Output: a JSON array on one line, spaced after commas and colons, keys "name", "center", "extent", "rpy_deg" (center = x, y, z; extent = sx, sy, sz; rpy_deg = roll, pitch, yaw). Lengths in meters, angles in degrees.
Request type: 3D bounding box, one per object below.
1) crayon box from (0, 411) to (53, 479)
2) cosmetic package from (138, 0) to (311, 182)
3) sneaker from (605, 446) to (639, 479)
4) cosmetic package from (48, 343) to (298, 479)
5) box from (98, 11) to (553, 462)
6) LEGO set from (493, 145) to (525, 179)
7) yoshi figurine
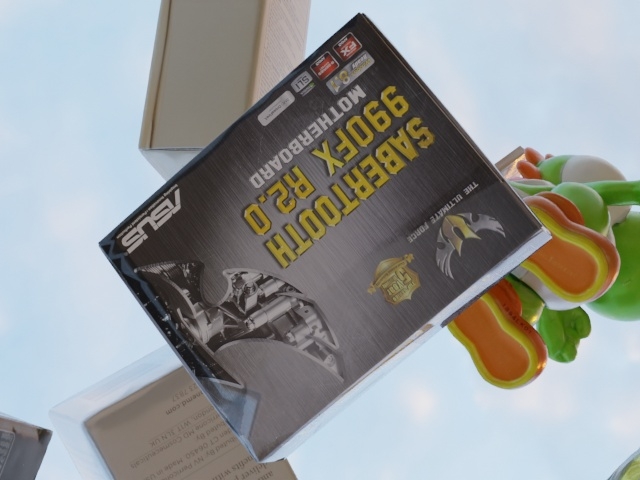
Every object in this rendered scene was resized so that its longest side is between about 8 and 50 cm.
[{"name": "crayon box", "center": [-0.360, 0.098, 0.933], "extent": [0.202, 0.319, 0.081], "rpy_deg": [43, -114, -70]}, {"name": "cosmetic package", "center": [-0.087, -0.202, 1.460], "extent": [0.160, 0.113, 0.309], "rpy_deg": [57, -144, -65]}, {"name": "sneaker", "center": [0.248, 0.347, 1.330], "extent": [0.145, 0.384, 0.147], "rpy_deg": [41, -178, -7]}, {"name": "cosmetic package", "center": [-0.084, 0.332, 1.443], "extent": [0.161, 0.230, 0.453], "rpy_deg": [-29, -84, -18]}, {"name": "box", "center": [0.000, 0.000, 0.920], "extent": [0.183, 0.231, 0.056], "rpy_deg": [53, -170, 16]}, {"name": "LEGO set", "center": [0.103, 0.017, 1.441], "extent": [0.060, 0.182, 0.244], "rpy_deg": [34, -135, 22]}, {"name": "yoshi figurine", "center": [0.250, 0.022, 1.324], "extent": [0.362, 0.204, 0.203], "rpy_deg": [-35, -60, -64]}]
